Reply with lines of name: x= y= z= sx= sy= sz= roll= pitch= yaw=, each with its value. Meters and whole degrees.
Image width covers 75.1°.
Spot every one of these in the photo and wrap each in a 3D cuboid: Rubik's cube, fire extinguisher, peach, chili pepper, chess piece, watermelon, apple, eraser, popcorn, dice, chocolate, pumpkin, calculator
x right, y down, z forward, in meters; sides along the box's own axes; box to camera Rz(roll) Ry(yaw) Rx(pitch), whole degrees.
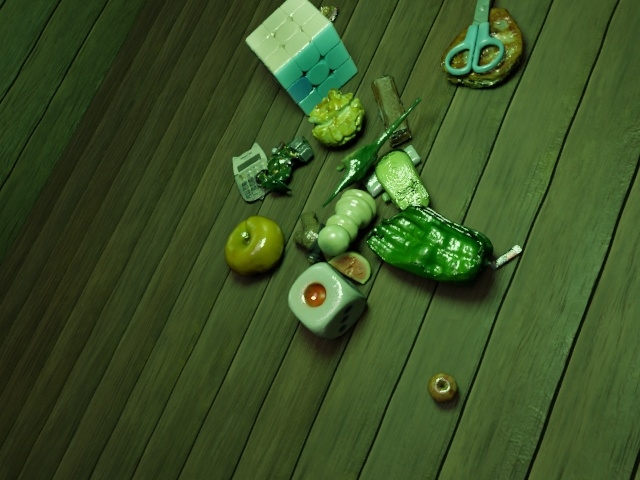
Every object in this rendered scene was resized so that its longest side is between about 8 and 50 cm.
Rubik's cube: x=-0.076 y=-0.756 z=1.710 sx=0.291 sy=0.290 sz=0.291 roll=-40 pitch=59 yaw=8
fire extinguisher: x=-0.191 y=-0.378 z=1.781 sx=0.046 sy=0.032 sz=0.100 roll=24 pitch=78 yaw=20
peach: x=-0.257 y=0.018 z=1.610 sx=0.251 sy=0.153 sz=0.251 roll=-16 pitch=49 yaw=20
chili pepper: x=0.338 y=0.018 z=1.295 sx=0.385 sy=0.167 sz=0.213 roll=20 pitch=77 yaw=32
chess piece: x=0.078 y=-0.047 z=1.397 sx=0.144 sy=0.144 sz=0.251 roll=9 pitch=43 yaw=29
watermelon: x=0.105 y=0.070 z=1.417 sx=0.087 sy=0.163 sz=0.069 roll=-51 pitch=22 yaw=13
apple: x=0.351 y=0.423 z=1.199 sx=0.084 sy=0.071 sz=0.084 roll=-6 pitch=69 yaw=16
eraser: x=0.560 y=0.052 z=1.257 sx=0.099 sy=0.019 sz=0.027 roll=-37 pitch=60 yaw=9
popcorn: x=0.065 y=-0.462 z=1.602 sx=0.221 sy=0.183 sz=0.204 roll=-32 pitch=47 yaw=28
dice: x=0.021 y=0.198 z=1.374 sx=0.193 sy=0.192 sz=0.194 roll=-49 pitch=60 yaw=1
chocolate: x=0.263 y=-0.506 z=1.582 sx=0.102 sy=0.065 sz=0.329 roll=-21 pitch=62 yaw=20
pumpkin: x=0.035 y=-1.034 z=1.907 sx=0.101 sy=0.035 sz=0.073 roll=21 pitch=94 yaw=27
calculator: x=-0.288 y=-0.285 z=1.791 sx=0.177 sy=0.040 sz=0.268 roll=-28 pitch=63 yaw=16

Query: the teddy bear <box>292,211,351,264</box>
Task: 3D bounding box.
teddy bear: x=-0.012 y=-0.003 z=1.498 sx=0.251 sy=0.129 sz=0.182 roll=29 pitch=98 yaw=30

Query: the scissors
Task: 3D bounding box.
scissors: x=0.559 y=-0.773 z=1.452 sx=0.192 sy=0.029 sz=0.447 roll=4 pitch=73 yaw=34

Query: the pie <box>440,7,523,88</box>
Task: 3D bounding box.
pie: x=0.576 y=-0.663 z=1.469 sx=0.308 sy=0.085 sz=0.308 roll=-9 pitch=68 yaw=24

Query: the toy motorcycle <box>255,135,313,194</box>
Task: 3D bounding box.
toy motorcycle: x=-0.137 y=-0.297 z=1.674 sx=0.275 sy=0.125 sz=0.187 roll=-45 pitch=55 yaw=3

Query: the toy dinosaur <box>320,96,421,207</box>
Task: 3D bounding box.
toy dinosaur: x=0.174 y=-0.289 z=1.430 sx=0.301 sy=0.087 sz=0.447 roll=-19 pitch=35 yaw=55

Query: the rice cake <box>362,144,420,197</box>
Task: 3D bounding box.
rice cake: x=0.259 y=-0.250 z=1.505 sx=0.222 sy=0.042 sz=0.080 roll=-36 pitch=59 yaw=10

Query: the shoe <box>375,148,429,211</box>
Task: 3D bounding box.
shoe: x=0.276 y=-0.184 z=1.420 sx=0.140 sy=0.128 sz=0.262 roll=-29 pitch=64 yaw=3
